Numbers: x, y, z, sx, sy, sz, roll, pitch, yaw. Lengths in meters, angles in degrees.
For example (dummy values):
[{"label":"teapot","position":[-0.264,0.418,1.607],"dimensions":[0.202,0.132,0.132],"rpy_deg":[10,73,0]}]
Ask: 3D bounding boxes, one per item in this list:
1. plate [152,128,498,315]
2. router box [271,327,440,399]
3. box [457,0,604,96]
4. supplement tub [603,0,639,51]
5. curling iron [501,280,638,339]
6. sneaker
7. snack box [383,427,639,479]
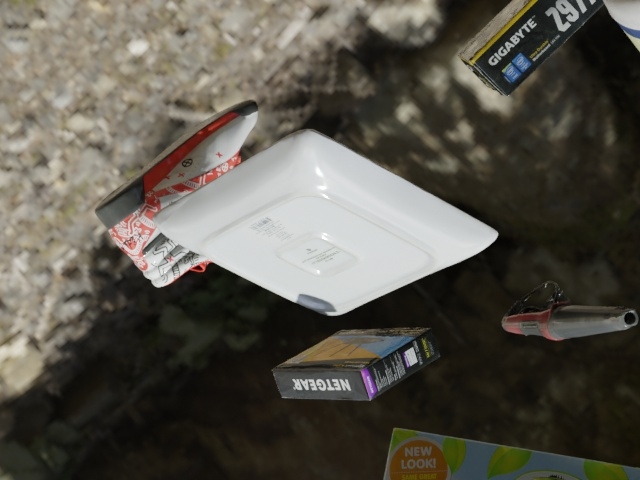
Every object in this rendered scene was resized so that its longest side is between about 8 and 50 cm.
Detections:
[{"label":"plate","position":[0.000,0.000,1.634],"dimensions":[0.278,0.045,0.277],"rpy_deg":[28,145,-32]},{"label":"router box","position":[0.045,0.158,1.947],"dimensions":[0.133,0.179,0.046],"rpy_deg":[-28,104,-38]},{"label":"box","position":[0.331,-0.336,2.063],"dimensions":[0.322,0.079,0.257],"rpy_deg":[-44,-173,8]},{"label":"supplement tub","position":[0.459,-0.206,1.524],"dimensions":[0.235,0.235,0.325],"rpy_deg":[-45,117,0]},{"label":"curling iron","position":[0.225,0.065,1.377],"dimensions":[0.068,0.035,0.274],"rpy_deg":[-40,-176,-8]},{"label":"sneaker","position":[-0.147,-0.055,1.904],"dimensions":[0.270,0.145,0.090],"rpy_deg":[-42,-167,-33]},{"label":"snack box","position":[0.132,0.216,0.915],"dimensions":[0.070,0.207,0.174],"rpy_deg":[49,52,-69]}]
